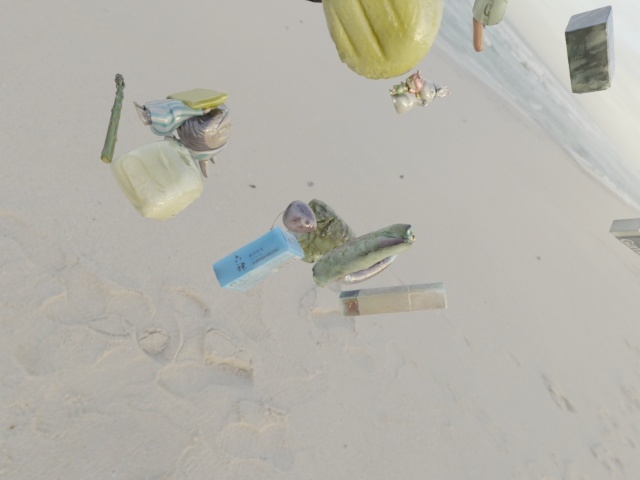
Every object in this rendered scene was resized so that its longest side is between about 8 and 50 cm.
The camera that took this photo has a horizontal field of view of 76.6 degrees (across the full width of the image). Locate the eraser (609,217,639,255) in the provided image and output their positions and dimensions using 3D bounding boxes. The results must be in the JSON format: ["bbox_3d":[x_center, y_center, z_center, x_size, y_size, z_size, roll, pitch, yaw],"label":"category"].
[{"bbox_3d":[0.925,0.010,1.137,0.212,0.092,0.046,30,81,-12],"label":"eraser"}]

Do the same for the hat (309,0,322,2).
[{"bbox_3d":[-0.066,-0.904,1.288,0.336,0.209,0.238,15,54,7],"label":"hat"}]

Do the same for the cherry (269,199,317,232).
[{"bbox_3d":[-0.098,-0.064,1.609,0.148,0.188,0.115,28,12,-14],"label":"cherry"}]

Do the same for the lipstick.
[{"bbox_3d":[0.256,0.212,1.450,0.076,0.371,0.080,-55,137,-71],"label":"lipstick"}]

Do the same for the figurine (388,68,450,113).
[{"bbox_3d":[0.257,-0.387,1.054,0.098,0.146,0.081,24,50,-67],"label":"figurine"}]

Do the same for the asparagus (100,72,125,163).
[{"bbox_3d":[-0.430,-0.264,0.847,0.025,0.024,0.248,10,59,-30],"label":"asparagus"}]

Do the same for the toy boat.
[{"bbox_3d":[0.140,0.068,1.305,0.085,0.227,0.155,-116,-178,-54],"label":"toy boat"}]

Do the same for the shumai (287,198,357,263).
[{"bbox_3d":[0.000,0.000,1.945,0.330,0.288,0.292,47,0,19],"label":"shumai"}]

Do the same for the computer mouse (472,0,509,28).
[{"bbox_3d":[0.268,-0.382,0.618,0.056,0.110,0.032,29,44,21],"label":"computer mouse"}]

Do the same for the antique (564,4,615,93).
[{"bbox_3d":[0.669,-0.460,1.002,0.088,0.086,0.183,-56,130,-28],"label":"antique"}]

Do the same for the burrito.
[{"bbox_3d":[0.090,0.031,0.911,0.066,0.309,0.096,50,46,-12],"label":"burrito"}]

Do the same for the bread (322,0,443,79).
[{"bbox_3d":[0.154,-0.577,1.017,0.320,0.320,0.237,43,33,-10],"label":"bread"}]

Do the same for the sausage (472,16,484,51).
[{"bbox_3d":[0.517,-0.685,1.322,0.043,0.043,0.186,65,13,20],"label":"sausage"}]

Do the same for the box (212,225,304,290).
[{"bbox_3d":[-0.179,0.059,1.195,0.083,0.232,0.142,64,9,16],"label":"box"}]

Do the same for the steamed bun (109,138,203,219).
[{"bbox_3d":[-0.598,-0.241,1.522,0.290,0.272,0.273,51,0,-11],"label":"steamed bun"}]

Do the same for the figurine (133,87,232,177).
[{"bbox_3d":[-0.542,-0.425,1.719,0.361,0.378,0.266,-19,33,-21],"label":"figurine"}]
